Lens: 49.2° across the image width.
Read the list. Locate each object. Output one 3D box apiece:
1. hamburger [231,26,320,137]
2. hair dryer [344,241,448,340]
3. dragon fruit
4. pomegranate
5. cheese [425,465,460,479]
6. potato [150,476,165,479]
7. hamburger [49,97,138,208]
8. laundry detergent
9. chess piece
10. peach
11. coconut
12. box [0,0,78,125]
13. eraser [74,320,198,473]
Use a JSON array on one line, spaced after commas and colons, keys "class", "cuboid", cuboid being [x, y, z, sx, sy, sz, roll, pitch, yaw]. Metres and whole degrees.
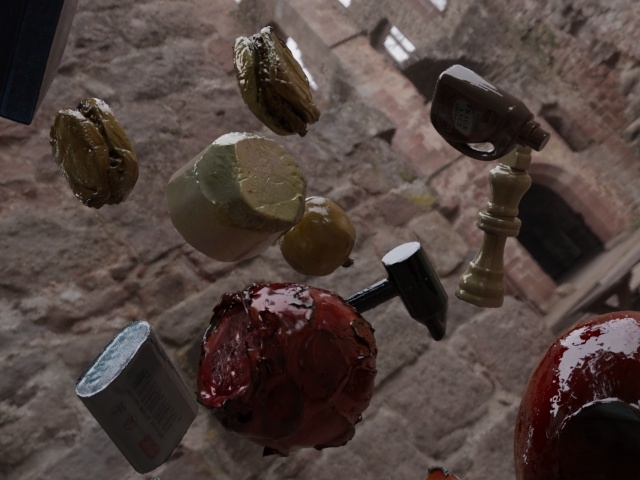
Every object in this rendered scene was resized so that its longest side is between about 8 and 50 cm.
[{"class": "hamburger", "cuboid": [-0.119, -0.402, 1.806, 0.145, 0.283, 0.259, -30, -42, 13]}, {"class": "hair dryer", "cuboid": [0.174, 0.174, 1.798, 0.302, 0.244, 0.116, -26, 14, 8]}, {"class": "dragon fruit", "cuboid": [-0.053, 0.211, 1.179, 0.295, 0.302, 0.295, -165, 90, -79]}, {"class": "pomegranate", "cuboid": [0.000, 0.000, 1.628, 0.196, 0.196, 0.196, -38, -13, -10]}, {"class": "cheese", "cuboid": [0.115, 0.415, 0.906, 0.256, 0.037, 0.106, -63, 19, -15]}, {"class": "potato", "cuboid": [-0.304, 0.519, 1.336, 0.054, 0.119, 0.198, -16, 21, -33]}, {"class": "hamburger", "cuboid": [-0.316, -0.118, 0.973, 0.083, 0.147, 0.138, -25, -9, -38]}, {"class": "laundry detergent", "cuboid": [0.326, -0.222, 1.366, 0.076, 0.237, 0.171, -38, -27, -29]}, {"class": "chess piece", "cuboid": [0.414, -0.044, 1.630, 0.117, 0.117, 0.397, -18, -59, -60]}, {"class": "peach", "cuboid": [0.477, 0.310, 1.101, 0.310, 0.335, 0.406, 30, -97, -52]}, {"class": "coconut", "cuboid": [-0.169, -0.077, 1.372, 0.244, 0.239, 0.239, -30, -2, 44]}, {"class": "box", "cuboid": [-0.478, -0.369, 1.162, 0.279, 0.116, 0.261, -64, 23, 21]}, {"class": "eraser", "cuboid": [-0.319, 0.281, 1.249, 0.174, 0.081, 0.227, -58, -40, -40]}]
